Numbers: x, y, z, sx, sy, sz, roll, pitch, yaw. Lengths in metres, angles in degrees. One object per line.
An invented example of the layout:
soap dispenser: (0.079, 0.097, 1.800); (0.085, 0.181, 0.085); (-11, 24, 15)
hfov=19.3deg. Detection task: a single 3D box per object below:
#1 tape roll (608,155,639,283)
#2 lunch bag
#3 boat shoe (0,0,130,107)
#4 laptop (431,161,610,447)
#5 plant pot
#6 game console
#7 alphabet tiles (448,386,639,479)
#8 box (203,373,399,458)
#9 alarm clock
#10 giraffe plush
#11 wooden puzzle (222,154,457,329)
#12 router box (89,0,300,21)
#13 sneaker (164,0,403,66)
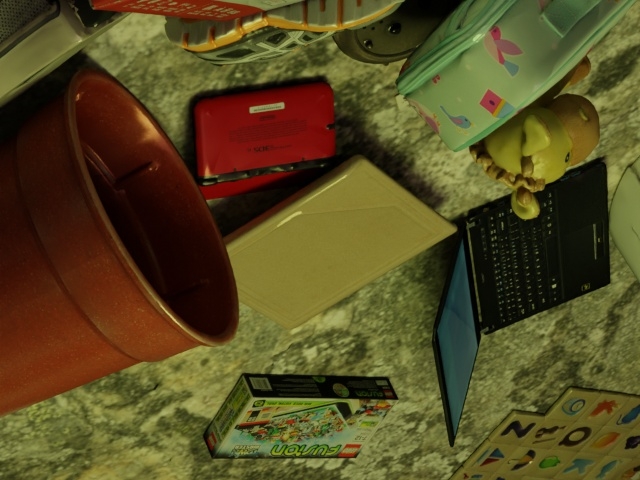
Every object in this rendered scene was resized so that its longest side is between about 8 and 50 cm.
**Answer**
tape roll: (0.475, -0.038, 2.152); (0.286, 0.100, 0.286); (-16, 143, -13)
lunch bag: (0.202, -0.213, 1.638); (0.279, 0.108, 0.224); (-46, -178, -20)
boat shoe: (-0.292, -0.183, 1.520); (0.340, 0.158, 0.127); (-28, -172, 39)
laptop: (0.230, 0.073, 2.105); (0.264, 0.136, 0.234); (-22, 144, -7)
plant pot: (-0.254, 0.029, 1.678); (0.265, 0.272, 0.272); (-28, 144, 14)
game console: (-0.066, -0.094, 1.830); (0.144, 0.085, 0.124); (-10, 109, -22)
alphabet tiles: (0.330, 0.301, 2.547); (0.343, 0.011, 0.285); (11, 129, -39)
box: (-0.022, 0.207, 2.200); (0.207, 0.036, 0.114); (4, 134, -34)
alarm clock: (0.054, -0.228, 1.705); (0.129, 0.064, 0.192); (-38, 139, 15)
giraffe plush: (0.197, -0.127, 1.816); (0.210, 0.170, 0.181); (-34, 143, 10)
wooden puzzle: (0.000, 0.000, 1.944); (0.221, 0.044, 0.239); (-31, 151, 18)
router box: (0.007, -0.246, 1.421); (0.301, 0.082, 0.335); (-14, -178, 14)
sneaker: (-0.025, -0.202, 1.650); (0.215, 0.084, 0.083); (-8, 158, 18)
